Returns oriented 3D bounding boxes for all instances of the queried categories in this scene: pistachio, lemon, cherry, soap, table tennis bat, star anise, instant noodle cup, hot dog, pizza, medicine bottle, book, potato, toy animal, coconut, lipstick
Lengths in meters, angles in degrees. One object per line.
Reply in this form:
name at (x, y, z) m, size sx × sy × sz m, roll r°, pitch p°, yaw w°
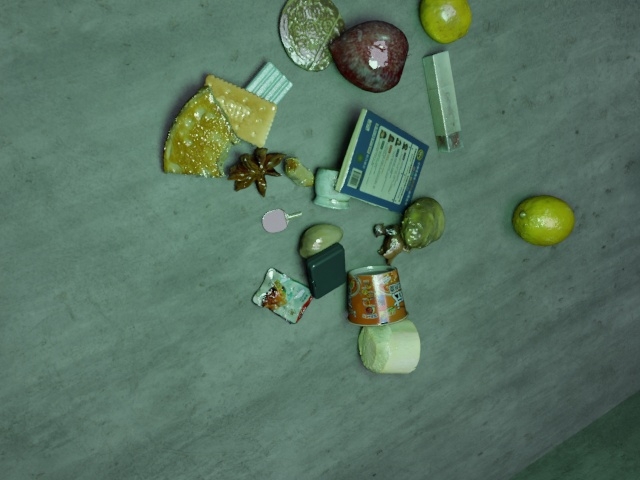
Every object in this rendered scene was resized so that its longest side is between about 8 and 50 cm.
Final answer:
pistachio at (0.000, 0.000, 1.641) m, size 0.185 × 0.124 × 0.124 m, roll -20°, pitch 109°, yaw -15°
lemon at (0.986, -0.087, 1.925) m, size 0.263 × 0.236 × 0.236 m, roll 10°, pitch 101°, yaw -1°
cherry at (0.177, -0.635, 1.504) m, size 0.300 × 0.203 × 0.230 m, roll 5°, pitch 115°, yaw -13°
soap at (-0.200, -0.492, 1.474) m, size 0.114 × 0.063 × 0.198 m, roll 42°, pitch 87°, yaw -24°
table tennis bat at (-0.143, -0.080, 1.629) m, size 0.156 × 0.013 × 0.087 m, roll -17°, pitch 107°, yaw -14°
star anise at (-0.227, -0.244, 1.504) m, size 0.212 × 0.111 × 0.196 m, roll -19°, pitch 134°, yaw -46°
instant noodle cup at (0.216, 0.211, 1.722) m, size 0.250 × 0.250 × 0.192 m, roll -8°, pitch 96°, yaw -18°
hot dog at (-0.087, -0.249, 1.574) m, size 0.078 × 0.061 × 0.169 m, roll -53°, pitch 137°, yaw -5°
pizza at (-0.375, -0.323, 1.409) m, size 0.223 × 0.089 × 0.323 m, roll 30°, pitch 112°, yaw -12°
medicine bottle at (0.050, -0.190, 1.598) m, size 0.147 × 0.147 × 0.143 m, roll 3°, pitch 105°, yaw -21°
book at (0.243, -0.274, 1.616) m, size 0.428 × 0.039 × 0.300 m, roll 13°, pitch 98°, yaw -47°
potato at (0.398, -0.065, 1.718) m, size 0.296 × 0.141 × 0.191 m, roll -33°, pitch 119°, yaw -54°
toy animal at (0.280, 0.022, 1.774) m, size 0.179 × 0.089 × 0.188 m, roll 17°, pitch 97°, yaw -19°
coconut at (0.303, 0.440, 1.813) m, size 0.244 × 0.239 × 0.239 m, roll 3°, pitch 103°, yaw -19°
lipstick at (0.481, -0.537, 1.704) m, size 0.076 × 0.080 × 0.371 m, roll -21°, pitch 110°, yaw -13°
lemon at (0.453, -0.813, 1.577) m, size 0.170 × 0.170 × 0.207 m, roll -48°, pitch 117°, yaw -3°

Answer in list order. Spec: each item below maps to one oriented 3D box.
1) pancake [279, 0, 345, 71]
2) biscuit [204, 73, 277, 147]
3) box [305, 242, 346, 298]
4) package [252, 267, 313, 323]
pancake at (-0.028, -0.720, 1.496) m, size 0.250 × 0.031 × 0.250 m, roll -5°, pitch 106°, yaw -20°
biscuit at (-0.276, -0.418, 1.413) m, size 0.250 × 0.030 × 0.160 m, roll 25°, pitch 116°, yaw -1°
box at (0.025, 0.119, 1.656) m, size 0.160 × 0.050 × 0.230 m, roll -30°, pitch 145°, yaw -18°
package at (-0.141, 0.219, 1.692) m, size 0.232 × 0.040 × 0.166 m, roll 34°, pitch 90°, yaw -25°
